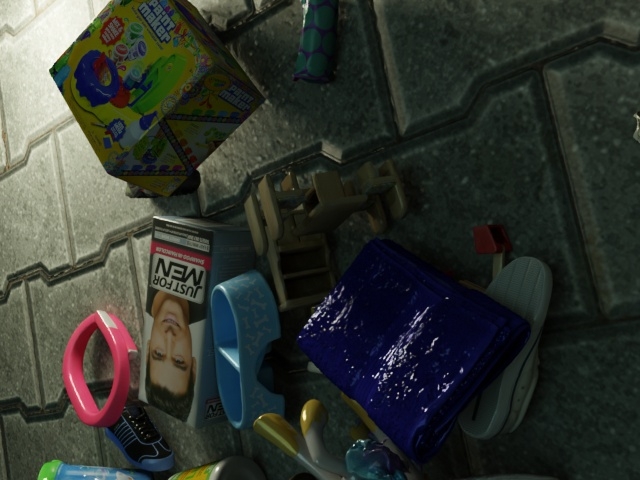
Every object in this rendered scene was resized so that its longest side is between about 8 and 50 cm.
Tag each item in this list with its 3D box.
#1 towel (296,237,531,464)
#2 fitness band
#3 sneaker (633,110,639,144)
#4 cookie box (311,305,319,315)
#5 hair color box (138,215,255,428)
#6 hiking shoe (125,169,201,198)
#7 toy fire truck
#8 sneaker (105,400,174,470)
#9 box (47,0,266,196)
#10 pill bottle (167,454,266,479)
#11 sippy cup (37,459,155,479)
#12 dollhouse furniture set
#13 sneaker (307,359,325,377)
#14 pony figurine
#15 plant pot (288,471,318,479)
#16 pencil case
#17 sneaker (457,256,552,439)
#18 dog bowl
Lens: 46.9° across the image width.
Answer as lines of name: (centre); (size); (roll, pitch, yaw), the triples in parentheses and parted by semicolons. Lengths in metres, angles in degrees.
towel: (0.107, 0.129, 1.016); (0.227, 0.076, 0.308); (-49, 38, -5)
fitness band: (-0.496, 0.283, 1.652); (0.291, 0.054, 0.209); (44, 109, 46)
sneaker: (0.410, -0.124, 0.919); (0.037, 0.032, 0.083); (-8, 81, 54)
cookie box: (0.040, 0.152, 1.236); (0.107, 0.040, 0.092); (-9, 87, 41)
hair color box: (-0.242, 0.150, 1.431); (0.185, 0.113, 0.374); (13, 100, 40)
hiking shoe: (-0.333, -0.146, 1.517); (0.227, 0.086, 0.114); (-1, 94, 42)
toy fire truck: (0.221, 0.082, 1.074); (0.135, 0.047, 0.192); (-16, 81, 40)
sneaker: (-0.396, 0.413, 1.594); (0.232, 0.081, 0.090); (19, 110, 40)
box: (-0.310, -0.293, 1.387); (0.279, 0.177, 0.290); (-42, 64, 13)
pill bottle: (-0.226, 0.503, 1.413); (0.246, 0.136, 0.136); (-28, 73, 37)
sippy cup: (-0.457, 0.571, 1.529); (0.305, 0.224, 0.240); (-102, 13, -51)
dollhouse furniture set: (0.000, 0.000, 1.162); (0.242, 0.212, 0.161); (137, 120, -63)
sneaker: (0.080, 0.160, 1.148); (0.217, 0.079, 0.121); (-4, 68, 39)
pony figurine: (0.113, 0.366, 1.023); (0.303, 0.351, 0.363); (-62, 37, 19)
plant pot: (0.022, 0.482, 1.195); (0.165, 0.167, 0.167); (7, 96, 33)
pencil case: (-0.008, -0.343, 1.245); (0.070, 0.064, 0.151); (9, 97, 24)
sneaker: (0.261, 0.148, 1.016); (0.094, 0.091, 0.258); (25, 99, 44)
dog bowl: (-0.134, 0.201, 1.308); (0.166, 0.074, 0.297); (27, 123, 59)
